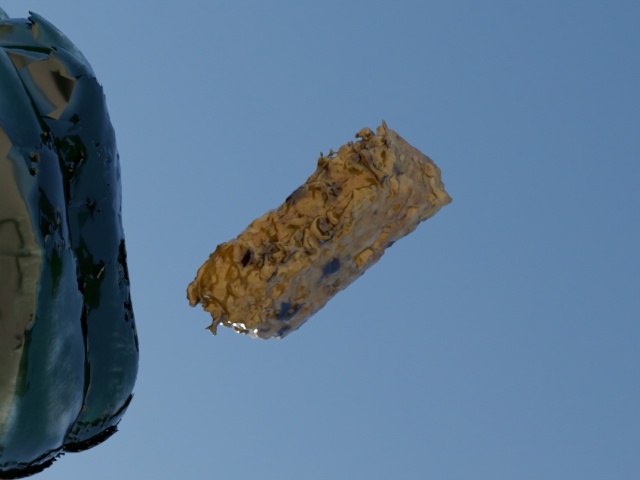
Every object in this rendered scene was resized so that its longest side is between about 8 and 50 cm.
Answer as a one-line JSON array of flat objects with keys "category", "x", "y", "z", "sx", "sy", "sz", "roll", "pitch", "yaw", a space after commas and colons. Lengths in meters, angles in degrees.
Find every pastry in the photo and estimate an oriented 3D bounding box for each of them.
[{"category": "pastry", "x": 0.000, "y": 0.000, "z": 0.952, "sx": 0.140, "sy": 0.080, "sz": 0.056, "roll": -40, "pitch": -121, "yaw": 12}]

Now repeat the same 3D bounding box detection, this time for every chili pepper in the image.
[{"category": "chili pepper", "x": -0.219, "y": -0.002, "z": 0.988, "sx": 0.248, "sy": 0.233, "sz": 0.257, "roll": 9, "pitch": -78, "yaw": 21}]
